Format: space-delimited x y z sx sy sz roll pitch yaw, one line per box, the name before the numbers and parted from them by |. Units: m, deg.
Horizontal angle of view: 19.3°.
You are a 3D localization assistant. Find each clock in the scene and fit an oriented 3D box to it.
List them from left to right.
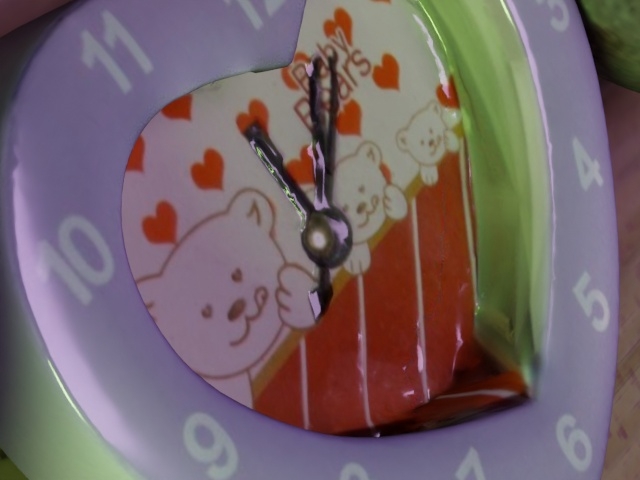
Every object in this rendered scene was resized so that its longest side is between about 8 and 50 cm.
clock | 0.000 0.000 0.441 0.172 0.064 0.198 54 50 -19

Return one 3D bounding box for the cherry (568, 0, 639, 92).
cherry | 0.118 -0.074 0.524 0.115 0.148 0.188 -35 106 -16
